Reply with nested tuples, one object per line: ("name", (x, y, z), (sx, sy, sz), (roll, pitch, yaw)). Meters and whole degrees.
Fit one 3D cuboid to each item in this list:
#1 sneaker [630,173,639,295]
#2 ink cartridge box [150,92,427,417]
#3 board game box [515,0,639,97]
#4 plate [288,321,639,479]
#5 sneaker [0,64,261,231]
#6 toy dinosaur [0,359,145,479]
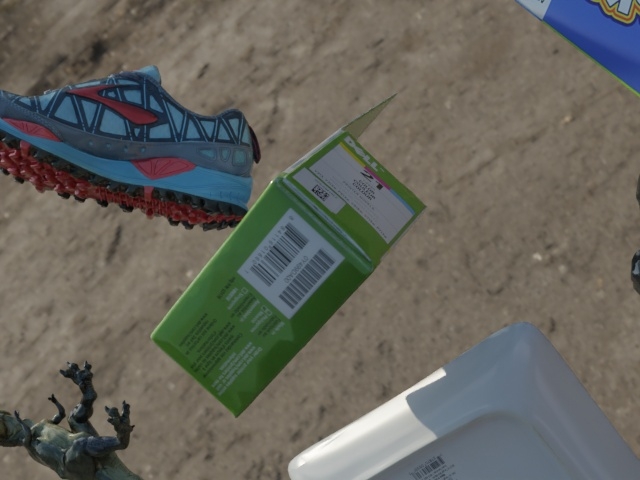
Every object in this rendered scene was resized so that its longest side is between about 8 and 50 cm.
("sneaker", (0.283, -0.024, 0.827), (0.077, 0.178, 0.072), (-30, 55, -24))
("ink cartridge box", (0.000, 0.000, 0.902), (0.189, 0.097, 0.255), (-49, -3, 32))
("board game box", (0.271, -0.100, 0.442), (0.347, 0.078, 0.233), (-19, 53, -36))
("plate", (0.142, 0.242, 0.915), (0.277, 0.278, 0.045), (-36, 4, 28))
("sneaker", (-0.181, -0.096, 0.960), (0.104, 0.262, 0.125), (134, 150, -67))
("toy dinosaur", (-0.224, 0.193, 1.061), (0.268, 0.064, 0.118), (25, 111, 22))
